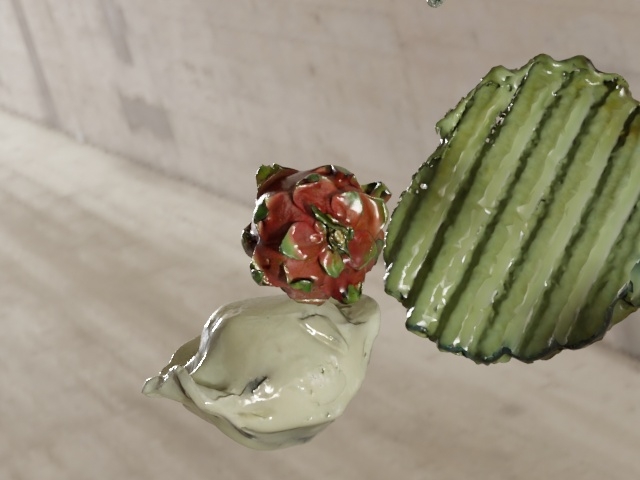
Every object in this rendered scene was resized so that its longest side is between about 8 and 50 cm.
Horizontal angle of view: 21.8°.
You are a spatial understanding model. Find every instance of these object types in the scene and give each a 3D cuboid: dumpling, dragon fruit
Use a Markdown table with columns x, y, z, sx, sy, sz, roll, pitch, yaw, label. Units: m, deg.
| x | y | z | sx | sy | sz | roll | pitch | yaw | label |
| --- | --- | --- | --- | --- | --- | --- | --- | --- | --- |
| -0.076 | 0.165 | 2.138 | 0.243 | 0.318 | 0.187 | 2 | -70 | 46 | dumpling |
| -0.001 | -0.004 | 1.625 | 0.236 | 0.135 | 0.137 | 24 | 84 | -78 | dragon fruit |

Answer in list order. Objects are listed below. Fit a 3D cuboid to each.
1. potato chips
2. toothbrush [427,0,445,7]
| x | y | z | sx | sy | sz | roll | pitch | yaw | label |
| --- | --- | --- | --- | --- | --- | --- | --- | --- | --- |
| 0.284 | -0.028 | 2.119 | 0.358 | 0.429 | 0.070 | 27 | -10 | 11 | potato chips |
| 0.235 | -0.432 | 2.282 | 0.304 | 0.030 | 0.030 | -51 | -123 | 36 | toothbrush |
